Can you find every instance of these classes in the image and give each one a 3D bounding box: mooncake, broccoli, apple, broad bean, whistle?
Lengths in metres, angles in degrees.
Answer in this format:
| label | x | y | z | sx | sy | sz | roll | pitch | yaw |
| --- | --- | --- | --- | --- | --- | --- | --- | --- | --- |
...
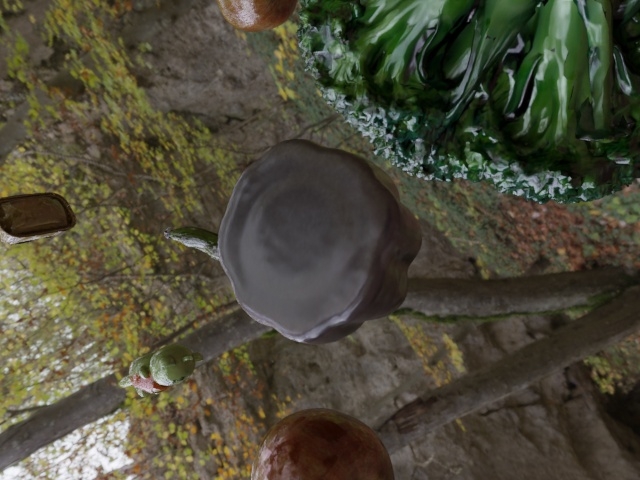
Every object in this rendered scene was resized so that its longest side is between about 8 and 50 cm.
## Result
| label | x | y | z | sx | sy | sz | roll | pitch | yaw |
| --- | --- | --- | --- | --- | --- | --- | --- | --- | --- |
| mooncake | 0.000 | 0.000 | 0.791 | 0.154 | 0.306 | 0.305 | 16 | -136 | -57 |
| broccoli | 0.123 | -0.164 | 0.309 | 0.297 | 0.298 | 0.297 | 60 | -175 | 2 |
| apple | 0.000 | 0.327 | 0.734 | 0.174 | 0.188 | 0.188 | 5 | 139 | 55 |
| broad bean | -0.185 | 0.026 | 1.039 | 0.255 | 0.065 | 0.046 | 27 | -155 | 1 |
| whistle | -0.433 | 0.348 | 1.414 | 0.131 | 0.289 | 0.106 | 7 | -119 | -55 |
| apple | -0.160 | -0.619 | 1.306 | 0.211 | 0.188 | 0.210 | -13 | -74 | -50 |

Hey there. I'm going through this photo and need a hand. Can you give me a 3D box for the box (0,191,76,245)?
| label | x | y | z | sx | sy | sz | roll | pitch | yaw |
| --- | --- | --- | --- | --- | --- | --- | --- | --- | --- |
| box | -0.653 | -0.051 | 1.213 | 0.177 | 0.111 | 0.111 | -21 | -101 | -55 |
